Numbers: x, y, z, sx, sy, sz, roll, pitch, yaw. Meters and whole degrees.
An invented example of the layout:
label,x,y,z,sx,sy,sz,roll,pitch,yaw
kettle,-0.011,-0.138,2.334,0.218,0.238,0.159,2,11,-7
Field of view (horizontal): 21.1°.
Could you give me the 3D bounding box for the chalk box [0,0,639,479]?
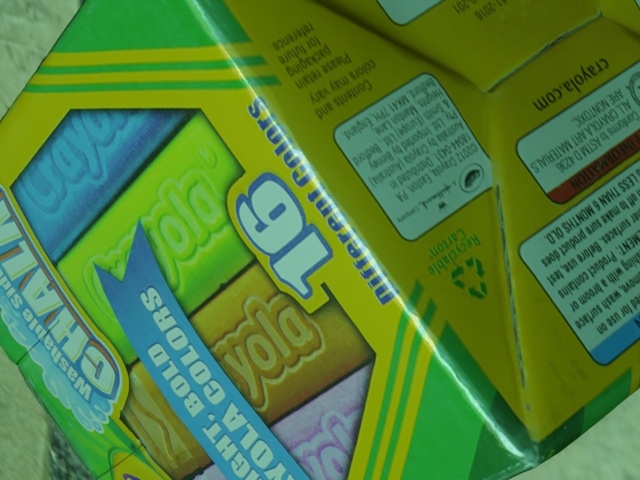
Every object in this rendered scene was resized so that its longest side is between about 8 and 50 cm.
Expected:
label,x,y,z,sx,sy,sz,roll,pitch,yaw
chalk box,0.000,0.000,0.592,0.179,0.180,0.289,55,146,3
